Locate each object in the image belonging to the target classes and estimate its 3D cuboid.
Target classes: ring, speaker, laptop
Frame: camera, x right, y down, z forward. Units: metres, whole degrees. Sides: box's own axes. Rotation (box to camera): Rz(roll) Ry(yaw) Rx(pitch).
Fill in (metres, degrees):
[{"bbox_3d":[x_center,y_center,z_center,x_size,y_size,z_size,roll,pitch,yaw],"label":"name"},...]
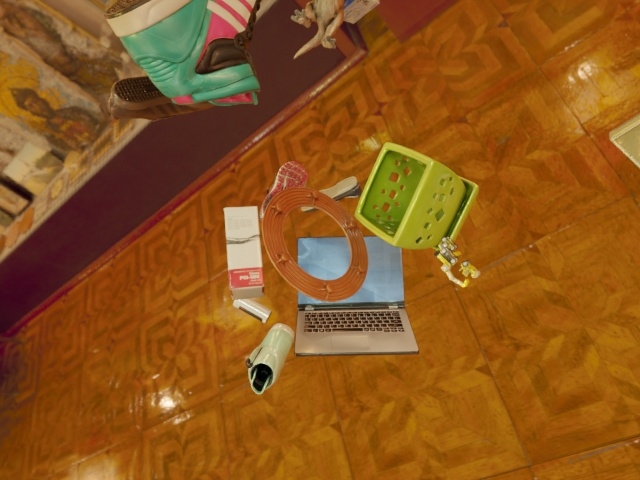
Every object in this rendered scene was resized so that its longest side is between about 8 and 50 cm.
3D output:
[{"bbox_3d":[0.000,0.000,1.214,0.032,0.336,0.337,-38,50,46],"label":"ring"},{"bbox_3d":[-0.242,0.240,1.639,0.136,0.055,0.055,29,91,4],"label":"speaker"},{"bbox_3d":[0.106,0.168,1.529,0.381,0.237,0.408,-2,22,1],"label":"laptop"}]

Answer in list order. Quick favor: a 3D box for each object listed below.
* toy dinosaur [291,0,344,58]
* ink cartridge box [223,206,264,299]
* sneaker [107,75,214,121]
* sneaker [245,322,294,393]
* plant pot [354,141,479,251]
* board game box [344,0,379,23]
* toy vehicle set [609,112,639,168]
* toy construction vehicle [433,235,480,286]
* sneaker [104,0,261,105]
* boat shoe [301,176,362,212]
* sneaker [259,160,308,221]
[{"bbox_3d":[0.023,-0.576,1.087,0.200,0.127,0.296,-72,1,-51],"label":"toy dinosaur"},{"bbox_3d":[-0.125,0.022,0.760,0.056,0.099,0.135,-5,74,-9],"label":"ink cartridge box"},{"bbox_3d":[-0.258,-0.237,0.766,0.071,0.188,0.066,-29,79,50],"label":"sneaker"},{"bbox_3d":[-0.154,0.336,1.158,0.256,0.094,0.151,-66,-4,38],"label":"sneaker"},{"bbox_3d":[0.257,-0.103,1.198,0.227,0.207,0.228,46,118,58],"label":"plant pot"},{"bbox_3d":[0.091,-0.596,1.174,0.090,0.090,0.020,-22,86,39],"label":"board game box"},{"bbox_3d":[0.804,-0.251,0.987,0.267,0.166,0.035,-40,14,49],"label":"toy vehicle set"},{"bbox_3d":[0.249,0.041,0.860,0.098,0.086,0.035,50,117,16],"label":"toy construction vehicle"},{"bbox_3d":[-0.125,-0.276,0.622,0.123,0.178,0.295,10,48,34],"label":"sneaker"},{"bbox_3d":[0.036,-0.125,1.428,0.206,0.065,0.075,-24,35,23],"label":"boat shoe"},{"bbox_3d":[-0.158,-0.198,1.843,0.299,0.121,0.112,-57,12,-27],"label":"sneaker"}]
